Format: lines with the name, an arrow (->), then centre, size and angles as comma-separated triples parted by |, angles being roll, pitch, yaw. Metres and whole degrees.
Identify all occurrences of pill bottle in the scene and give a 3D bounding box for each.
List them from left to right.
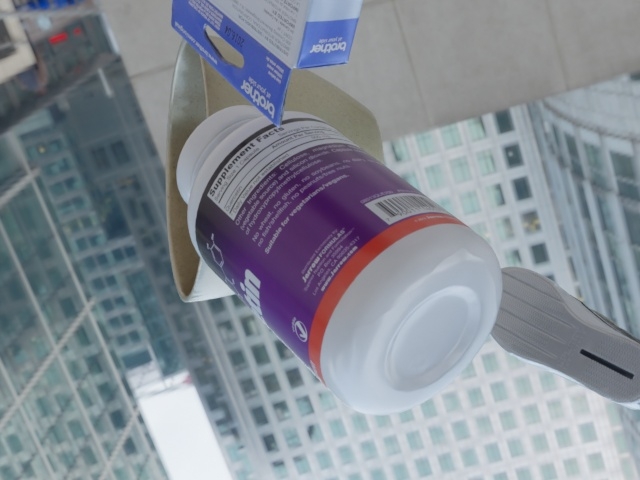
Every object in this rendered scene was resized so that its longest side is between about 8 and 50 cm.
pill bottle -> 0.000, 0.000, 0.959 | 0.181, 0.181, 0.323 | -27, -135, -23

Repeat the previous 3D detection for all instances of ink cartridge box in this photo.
ink cartridge box -> -0.029, -0.263, 0.782 | 0.065, 0.311, 0.186 | -11, -139, -37

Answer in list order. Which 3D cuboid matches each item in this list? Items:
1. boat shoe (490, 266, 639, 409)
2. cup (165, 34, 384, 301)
boat shoe -> 0.355, 0.149, 1.465 | 0.121, 0.119, 0.335 | -56, -138, 4
cup -> -0.057, -0.087, 1.329 | 0.237, 0.331, 0.331 | 1, -166, -16
